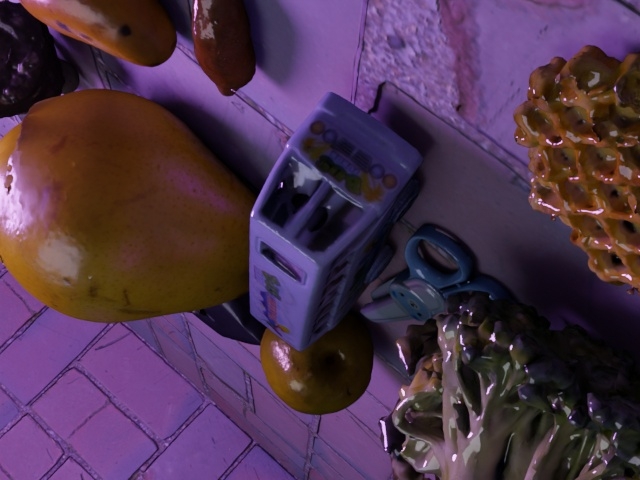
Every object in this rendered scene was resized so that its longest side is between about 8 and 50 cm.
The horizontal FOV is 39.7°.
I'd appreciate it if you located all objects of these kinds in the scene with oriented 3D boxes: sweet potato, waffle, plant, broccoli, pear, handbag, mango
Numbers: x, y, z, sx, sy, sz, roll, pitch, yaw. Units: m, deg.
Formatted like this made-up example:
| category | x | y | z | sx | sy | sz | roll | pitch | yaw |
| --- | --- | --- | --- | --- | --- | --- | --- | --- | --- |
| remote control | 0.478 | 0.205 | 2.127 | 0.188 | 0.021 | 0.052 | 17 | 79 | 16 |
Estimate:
| category | x | y | z | sx | sy | sz | roll | pitch | yaw |
| --- | --- | --- | --- | --- | --- | --- | --- | --- | --- |
| sweet potato | -0.084 | -0.185 | 0.736 | 0.056 | 0.056 | 0.195 | 36 | 156 | 22 |
| waffle | 0.185 | -0.029 | 0.523 | 0.161 | 0.046 | 0.192 | 37 | 160 | 27 |
| plant | -0.401 | -0.227 | 1.161 | 0.274 | 0.149 | 0.146 | 179 | 88 | -86 |
| broccoli | 0.193 | 0.195 | 0.734 | 0.334 | 0.272 | 0.324 | 71 | -174 | -65 |
| pear | -0.225 | -0.036 | 1.063 | 0.336 | 0.284 | 0.285 | 8 | -174 | -38 |
| pear | -0.004 | 0.148 | 1.136 | 0.149 | 0.149 | 0.162 | 47 | 171 | -7 |
| handbag | -0.170 | 0.094 | 1.439 | 0.211 | 0.088 | 0.254 | 43 | 161 | -16 |
| mango | -0.220 | -0.233 | 0.851 | 0.178 | 0.090 | 0.115 | 33 | 171 | 19 |

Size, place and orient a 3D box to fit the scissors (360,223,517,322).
| category | x | y | z | sx | sy | sz | roll | pitch | yaw |
| --- | --- | --- | --- | --- | --- | --- | --- | --- | --- |
| scissors | 0.098 | 0.054 | 0.894 | 0.125 | 0.030 | 0.256 | 46 | 158 | -7 |

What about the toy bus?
| category | x | y | z | sx | sy | sz | roll | pitch | yaw |
| --- | --- | --- | --- | --- | --- | --- | --- | --- | --- |
| toy bus | 0.000 | 0.000 | 0.819 | 0.109 | 0.136 | 0.329 | 38 | 162 | 10 |
